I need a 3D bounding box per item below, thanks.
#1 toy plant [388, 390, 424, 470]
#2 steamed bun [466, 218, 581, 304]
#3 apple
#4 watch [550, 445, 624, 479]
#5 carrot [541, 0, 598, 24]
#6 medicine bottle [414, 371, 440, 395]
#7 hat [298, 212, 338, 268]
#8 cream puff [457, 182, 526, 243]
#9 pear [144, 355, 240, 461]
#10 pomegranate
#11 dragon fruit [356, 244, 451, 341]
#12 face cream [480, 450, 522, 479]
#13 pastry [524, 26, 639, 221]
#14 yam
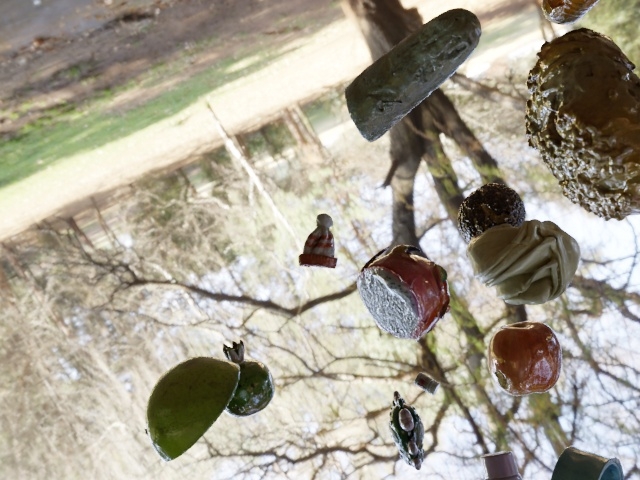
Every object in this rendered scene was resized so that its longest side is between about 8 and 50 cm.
[{"bbox_3d":[0.282,0.619,1.881,0.113,0.243,0.232,-14,175,-1],"label":"toy plant"},{"bbox_3d":[0.599,0.072,1.715,0.276,0.289,0.203,-54,-171,38],"label":"steamed bun"},{"bbox_3d":[0.669,0.393,1.892,0.242,0.240,0.242,-10,179,0],"label":"apple"},{"bbox_3d":[0.542,0.516,1.167,0.211,0.193,0.211,-12,-165,3],"label":"watch"},{"bbox_3d":[0.429,-0.422,0.909,0.087,0.087,0.193,-31,173,-22],"label":"carrot"},{"bbox_3d":[0.435,0.585,2.359,0.091,0.058,0.058,28,-137,26],"label":"medicine bottle"},{"bbox_3d":[0.000,0.000,1.643,0.112,0.162,0.093,7,176,3],"label":"hat"},{"bbox_3d":[0.580,-0.083,1.980,0.165,0.238,0.239,15,159,-43],"label":"cream puff"},{"bbox_3d":[-0.323,0.391,1.477,0.239,0.139,0.288,-24,-151,32],"label":"pear"},{"bbox_3d":[-0.234,0.408,1.711,0.187,0.225,0.187,-16,-174,2],"label":"pomegranate"},{"bbox_3d":[0.267,0.147,1.728,0.189,0.290,0.291,-33,-166,-28],"label":"dragon fruit"},{"bbox_3d":[0.513,0.723,1.575,0.154,0.273,0.096,-9,161,-5],"label":"face cream"},{"bbox_3d":[0.410,-0.169,0.884,0.162,0.255,0.310,-23,-126,13],"label":"pastry"},{"bbox_3d":[0.172,-0.323,1.129,0.330,0.133,0.133,-33,-175,41],"label":"yam"}]
